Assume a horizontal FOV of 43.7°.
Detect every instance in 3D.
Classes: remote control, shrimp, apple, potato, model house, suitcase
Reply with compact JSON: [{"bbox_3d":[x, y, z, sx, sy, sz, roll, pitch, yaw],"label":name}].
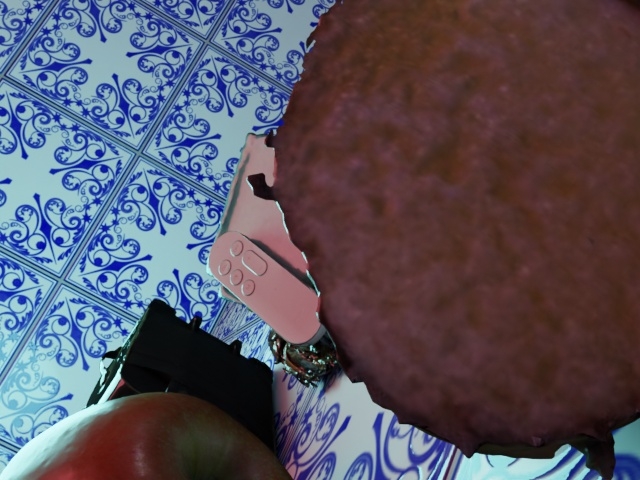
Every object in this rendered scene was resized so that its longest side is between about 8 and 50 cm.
[{"bbox_3d":[-0.075,0.062,1.100,0.245,0.022,0.077,36,98,40],"label":"remote control"},{"bbox_3d":[-0.009,0.151,1.087,0.090,0.079,0.233,-51,16,-15],"label":"shrimp"},{"bbox_3d":[-0.157,0.293,0.743,0.277,0.319,0.319,-39,15,13],"label":"apple"},{"bbox_3d":[0.111,-0.003,0.516,0.289,0.301,0.237,-29,-19,-11],"label":"potato"},{"bbox_3d":[0.000,0.000,1.242,0.230,0.249,0.280,11,80,39],"label":"model house"},{"bbox_3d":[-0.215,0.256,1.217,0.194,0.283,0.434,-56,11,5],"label":"suitcase"}]
